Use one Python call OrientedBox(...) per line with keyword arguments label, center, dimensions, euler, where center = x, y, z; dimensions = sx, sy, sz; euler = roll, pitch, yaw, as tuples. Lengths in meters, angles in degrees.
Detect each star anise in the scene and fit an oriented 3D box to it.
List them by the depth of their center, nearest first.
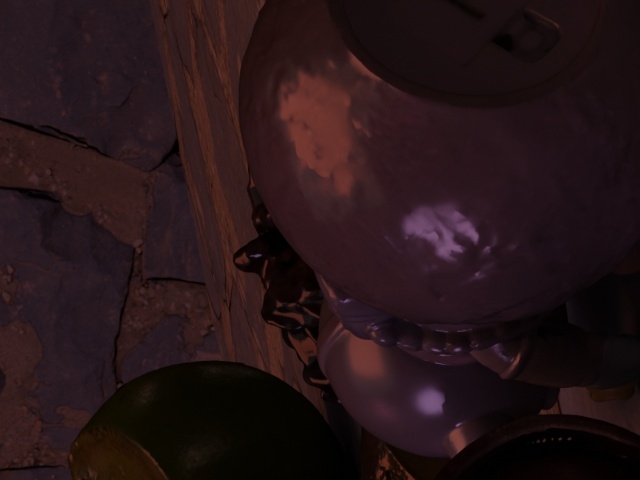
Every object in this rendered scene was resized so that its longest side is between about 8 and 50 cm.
OrientedBox(label="star anise", center=(0.000, 0.000, 1.061), dimensions=(0.236, 0.109, 0.223), euler=(102, 162, -80))

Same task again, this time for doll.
OrientedBox(label="doll", center=(0.048, -0.003, 0.631), dimensions=(0.287, 0.151, 0.151), euler=(86, 169, -61))

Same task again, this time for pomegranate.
OrientedBox(label="pomegranate", center=(-0.050, 0.252, 1.503), dimensions=(0.358, 0.216, 0.310), euler=(4, 108, 50))

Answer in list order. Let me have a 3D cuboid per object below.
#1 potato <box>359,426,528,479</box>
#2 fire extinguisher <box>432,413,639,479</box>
OrientedBox(label="potato", center=(0.052, 0.110, 0.925), dimensions=(0.100, 0.089, 0.172), euler=(85, 169, -45))
OrientedBox(label="fire extinguisher", center=(0.092, 0.162, 0.636), dimensions=(0.269, 0.105, 0.105), euler=(74, 178, -54))
